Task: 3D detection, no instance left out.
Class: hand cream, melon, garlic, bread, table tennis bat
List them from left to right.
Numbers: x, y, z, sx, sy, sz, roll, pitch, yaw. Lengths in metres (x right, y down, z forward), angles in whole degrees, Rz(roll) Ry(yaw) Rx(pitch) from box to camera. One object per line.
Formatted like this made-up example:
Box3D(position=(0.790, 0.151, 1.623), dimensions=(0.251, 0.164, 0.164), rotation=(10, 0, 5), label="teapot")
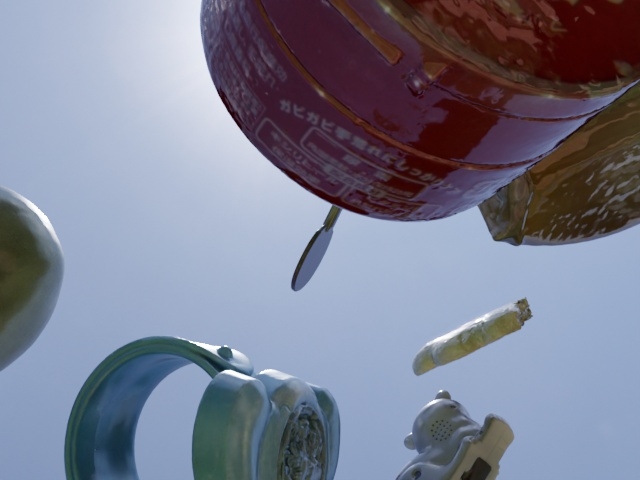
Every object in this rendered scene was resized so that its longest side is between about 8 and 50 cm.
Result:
Box3D(position=(-0.450, 0.052, 1.025), dimensions=(0.272, 0.271, 0.308), rotation=(50, -122, -14), label="melon")
Box3D(position=(0.000, 0.000, 1.232), dimensions=(0.014, 0.095, 0.158), rotation=(29, -81, 15), label="table tennis bat")
Box3D(position=(0.055, -0.131, 0.484), dimensions=(0.230, 0.149, 0.230), rotation=(13, -123, -22), label="hand cream")
Box3D(position=(0.213, 0.137, 1.277), dimensions=(0.181, 0.251, 0.039), rotation=(-27, -98, 16), label="bread")
Box3D(position=(0.256, -0.080, 0.775), dimensions=(0.318, 0.112, 0.143), rotation=(-30, -40, -28), label="garlic")

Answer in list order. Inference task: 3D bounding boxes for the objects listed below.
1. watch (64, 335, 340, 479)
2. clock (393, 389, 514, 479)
Box3D(position=(-0.100, 0.174, 0.705), dimensions=(0.211, 0.193, 0.211), rotation=(0, -90, -67), label="watch")
Box3D(position=(0.131, 0.263, 1.038), dimensions=(0.080, 0.117, 0.176), rotation=(42, -104, -35), label="clock")
